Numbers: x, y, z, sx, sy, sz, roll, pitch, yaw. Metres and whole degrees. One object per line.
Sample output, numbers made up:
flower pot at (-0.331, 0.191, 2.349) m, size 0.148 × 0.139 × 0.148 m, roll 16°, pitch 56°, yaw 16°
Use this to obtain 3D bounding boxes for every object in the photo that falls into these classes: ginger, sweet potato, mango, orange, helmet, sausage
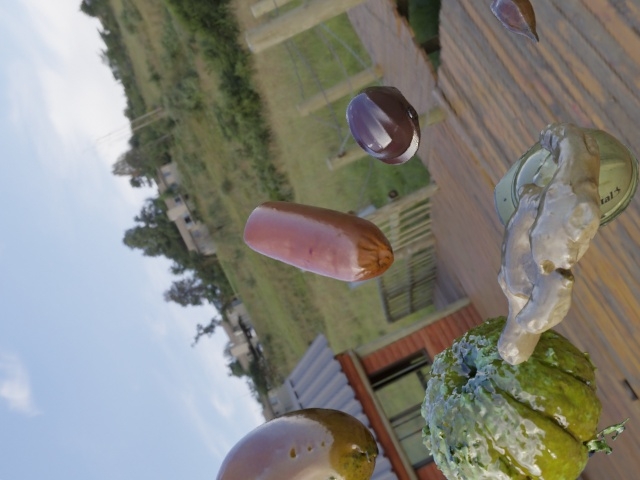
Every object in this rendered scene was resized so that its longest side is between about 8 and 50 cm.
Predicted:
ginger at (0.198, 0.029, 0.534) m, size 0.149 × 0.065 × 0.258 m, roll -63°, pitch -19°, yaw -57°
sweet potato at (0.279, -0.313, 0.817) m, size 0.049 × 0.049 × 0.117 m, roll 67°, pitch -176°, yaw -56°
mango at (-0.017, 0.149, 0.370) m, size 0.063 × 0.127 × 0.077 m, roll 53°, pitch -162°, yaw -23°
orange at (0.290, 0.252, 0.932) m, size 0.223 × 0.300 × 0.301 m, roll 35°, pitch -156°, yaw -21°
helmet at (0.430, -0.113, 1.027) m, size 0.204 × 0.258 × 0.137 m, roll 62°, pitch -167°, yaw 25°
sausage at (0.000, 0.000, 0.936) m, size 0.259 × 0.113 × 0.113 m, roll 14°, pitch 142°, yaw 38°
helmet at (0.085, -0.170, 0.849) m, size 0.070 × 0.098 × 0.123 m, roll -9°, pitch -113°, yaw -49°

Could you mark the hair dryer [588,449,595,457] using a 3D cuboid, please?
hair dryer at (0.397, 0.429, 1.065) m, size 0.067 × 0.199 × 0.167 m, roll 49°, pitch 153°, yaw -3°
